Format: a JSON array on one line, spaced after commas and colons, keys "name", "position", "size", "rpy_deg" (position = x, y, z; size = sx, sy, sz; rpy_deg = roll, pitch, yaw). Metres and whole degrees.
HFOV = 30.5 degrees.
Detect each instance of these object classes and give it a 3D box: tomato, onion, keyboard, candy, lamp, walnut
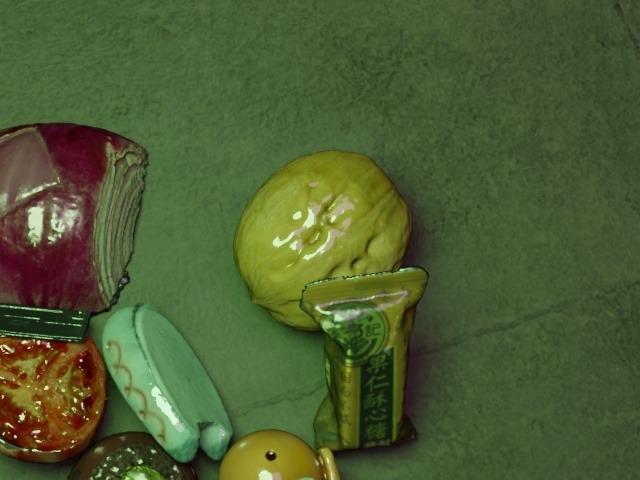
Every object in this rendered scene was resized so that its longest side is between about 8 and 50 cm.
[{"name": "tomato", "position": [-0.323, 0.185, 1.317], "size": [0.166, 0.082, 0.174], "rpy_deg": [-4, 49, -16]}, {"name": "onion", "position": [-0.336, -0.041, 1.387], "size": [0.247, 0.111, 0.250], "rpy_deg": [10, 73, -9]}, {"name": "keyboard", "position": [-0.343, 0.092, 1.344], "size": [0.155, 0.010, 0.053], "rpy_deg": [7, 36, -3]}, {"name": "candy", "position": [0.047, 0.137, 1.333], "size": [0.143, 0.271, 0.101], "rpy_deg": [-8, 40, -10]}, {"name": "lamp", "position": [-0.205, 0.286, 1.290], "size": [0.157, 0.135, 0.156], "rpy_deg": [1, 70, -10]}, {"name": "walnut", "position": [0.000, 0.000, 1.397], "size": [0.195, 0.195, 0.222], "rpy_deg": [44, 77, 5]}]

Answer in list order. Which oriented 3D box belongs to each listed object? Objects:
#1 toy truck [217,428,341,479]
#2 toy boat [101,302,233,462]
[{"name": "toy truck", "position": [-0.024, 0.322, 1.255], "size": [0.189, 0.265, 0.239], "rpy_deg": [-16, 87, -17]}, {"name": "toy boat", "position": [-0.186, 0.169, 1.341], "size": [0.079, 0.134, 0.208], "rpy_deg": [-39, 71, 17]}]
